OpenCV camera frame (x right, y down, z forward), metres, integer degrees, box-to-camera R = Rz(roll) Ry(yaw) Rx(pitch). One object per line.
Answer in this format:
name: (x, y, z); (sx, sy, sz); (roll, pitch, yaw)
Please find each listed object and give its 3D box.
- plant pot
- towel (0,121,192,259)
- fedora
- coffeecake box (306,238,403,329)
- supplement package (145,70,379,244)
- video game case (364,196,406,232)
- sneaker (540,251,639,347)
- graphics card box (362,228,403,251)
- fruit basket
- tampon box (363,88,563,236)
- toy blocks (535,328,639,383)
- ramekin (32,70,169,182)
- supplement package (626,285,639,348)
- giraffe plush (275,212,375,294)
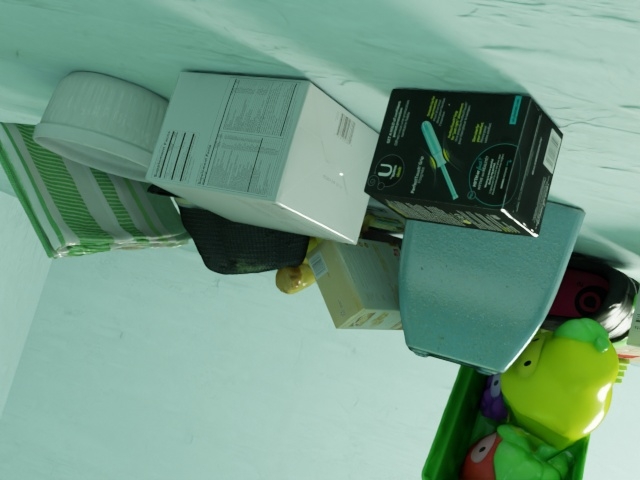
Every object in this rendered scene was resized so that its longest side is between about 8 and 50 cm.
plant pot: (0.233, 0.067, 1.306); (0.247, 0.252, 0.247); (15, 173, 10)
towel: (-0.359, -0.087, 1.374); (0.038, 0.248, 0.325); (-38, 166, 25)
fedora: (-0.123, -0.028, 1.396); (0.334, 0.152, 0.334); (0, -171, 0)
coffeecake box: (0.081, 0.073, 1.438); (0.185, 0.142, 0.068); (8, 140, -48)
supplement package: (-0.065, -0.102, 1.072); (0.203, 0.149, 0.194); (11, 171, 33)
video game case: (0.057, -0.063, 1.586); (0.227, 0.026, 0.206); (12, 171, 24)
sneaker: (0.337, 0.072, 1.542); (0.482, 0.185, 0.202); (2, 157, 29)
graphics card box: (0.034, 0.016, 1.869); (0.232, 0.094, 0.371); (16, 175, -26)
fruit basket: (0.341, 0.275, 1.411); (0.283, 0.392, 0.392); (4, 168, 23)
tampon box: (0.149, -0.081, 0.892); (0.161, 0.120, 0.101); (11, 170, 36)
toy blocks: (0.603, 0.172, 1.689); (0.381, 0.191, 0.261); (6, 165, -7)
ramekin: (-0.306, -0.167, 1.264); (0.207, 0.109, 0.207); (16, 173, 2)
supplement package: (0.662, 0.141, 1.359); (0.262, 0.145, 0.204); (21, 171, -29)
giraffe plush: (0.000, 0.000, 1.540); (0.210, 0.181, 0.170); (28, 147, -15)
